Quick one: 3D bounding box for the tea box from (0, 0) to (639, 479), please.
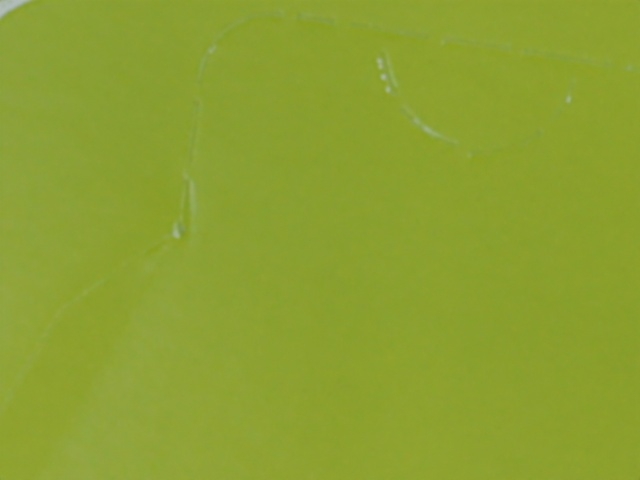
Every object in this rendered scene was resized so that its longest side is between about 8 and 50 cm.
[{"bbox_3d":[0.000,0.000,0.425,0.329,0.323,0.220,9,177,-11],"label":"tea box"}]
